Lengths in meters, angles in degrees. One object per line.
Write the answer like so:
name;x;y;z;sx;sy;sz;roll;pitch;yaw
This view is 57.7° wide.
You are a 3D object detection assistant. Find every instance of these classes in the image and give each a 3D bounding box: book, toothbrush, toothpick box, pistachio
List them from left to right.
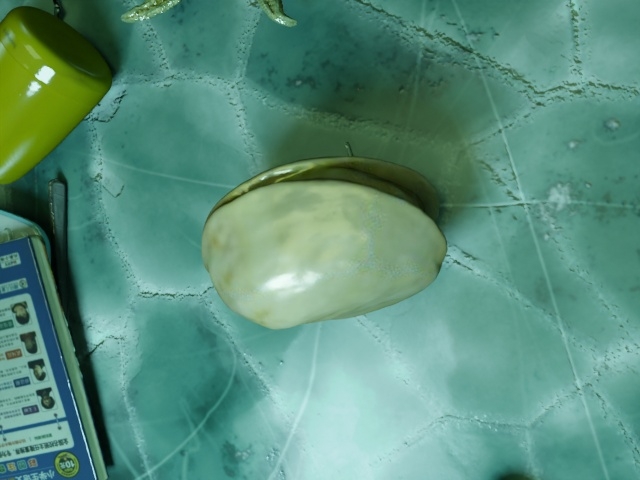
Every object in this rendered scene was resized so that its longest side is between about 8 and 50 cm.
book;-0.546;0.228;0.977;0.300;0.039;0.427;-13;94;12
toothpick box;-0.485;-0.220;0.937;0.271;0.175;0.175;-42;79;17
toothbrush;-0.453;0.041;1.004;0.031;0.030;0.297;-1;91;27
pistachio;0.000;0.000;0.763;0.321;0.238;0.229;-8;49;12

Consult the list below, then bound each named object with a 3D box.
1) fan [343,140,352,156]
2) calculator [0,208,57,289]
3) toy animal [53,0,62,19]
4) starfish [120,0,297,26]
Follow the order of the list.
fan;0.058;-0.084;0.855;0.085;0.005;0.133;-19;86;18
calculator;-0.627;0.055;1.021;0.386;0.054;0.256;9;98;15
toy animal;-0.541;-0.470;1.012;0.253;0.070;0.079;31;135;3
starfish;-0.157;-0.472;0.876;0.358;0.078;0.347;19;97;16
